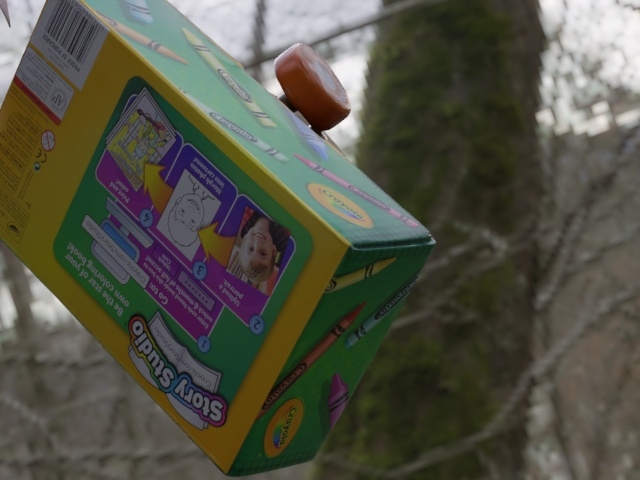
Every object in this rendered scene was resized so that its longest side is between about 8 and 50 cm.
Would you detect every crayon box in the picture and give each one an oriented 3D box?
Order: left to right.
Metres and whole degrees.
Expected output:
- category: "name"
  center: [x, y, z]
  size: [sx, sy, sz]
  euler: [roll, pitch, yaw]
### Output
- category: "crayon box"
  center: [-0.081, -0.014, 1.169]
  size: [0.081, 0.278, 0.165]
  euler: [-6, -49, -50]

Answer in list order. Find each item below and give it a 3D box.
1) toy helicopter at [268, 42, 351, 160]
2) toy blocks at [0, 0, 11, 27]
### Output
- category: "toy helicopter"
  center: [0.000, 0.000, 1.736]
  size: [0.140, 0.235, 0.355]
  euler: [-34, 25, 17]
- category: "toy blocks"
  center: [-0.261, -0.333, 1.363]
  size: [0.309, 0.288, 0.260]
  euler: [-20, 39, 8]
